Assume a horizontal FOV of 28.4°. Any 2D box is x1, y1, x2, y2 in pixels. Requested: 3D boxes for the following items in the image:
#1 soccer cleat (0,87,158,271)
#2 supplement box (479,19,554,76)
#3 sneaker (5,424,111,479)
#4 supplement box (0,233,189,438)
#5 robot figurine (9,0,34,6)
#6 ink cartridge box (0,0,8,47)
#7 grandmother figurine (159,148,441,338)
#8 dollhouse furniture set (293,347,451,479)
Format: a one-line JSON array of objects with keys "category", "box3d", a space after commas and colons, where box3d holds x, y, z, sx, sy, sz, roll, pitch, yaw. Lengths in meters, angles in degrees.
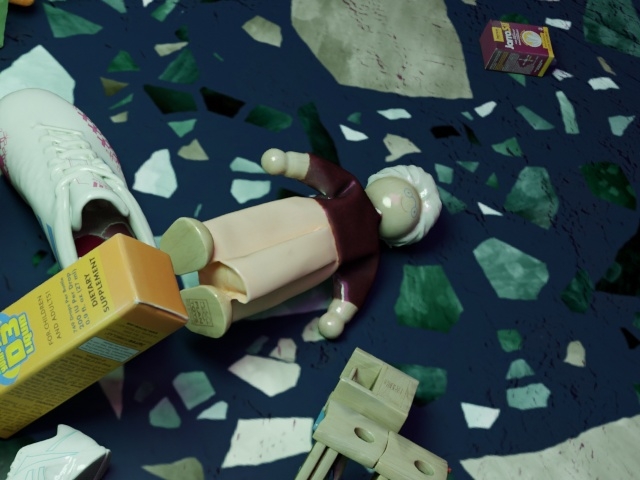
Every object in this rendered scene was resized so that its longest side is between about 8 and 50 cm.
[{"category": "soccer cleat", "box3d": [-0.239, -0.052, 1.278, 0.116, 0.143, 0.331, -23, 65, -20]}, {"category": "supplement box", "box3d": [0.256, -0.252, 1.655, 0.083, 0.043, 0.055, 4, 56, -15]}, {"category": "sneaker", "box3d": [-0.262, 0.224, 1.144, 0.061, 0.053, 0.152, 36, 46, 20]}, {"category": "supplement box", "box3d": [-0.235, 0.089, 1.137, 0.080, 0.233, 0.078, 25, 37, -53]}, {"category": "robot figurine", "box3d": [-0.361, -0.366, 1.478, 0.219, 0.128, 0.158, 8, 37, -13]}, {"category": "ink cartridge box", "box3d": [-0.403, -0.193, 1.313, 0.235, 0.171, 0.056, -34, 74, -34]}, {"category": "grandmother figurine", "box3d": [0.000, 0.000, 1.331, 0.342, 0.207, 0.104, -23, 21, -40]}, {"category": "dollhouse furniture set", "box3d": [0.046, 0.219, 1.223, 0.129, 0.129, 0.183, 29, 22, 2]}]
